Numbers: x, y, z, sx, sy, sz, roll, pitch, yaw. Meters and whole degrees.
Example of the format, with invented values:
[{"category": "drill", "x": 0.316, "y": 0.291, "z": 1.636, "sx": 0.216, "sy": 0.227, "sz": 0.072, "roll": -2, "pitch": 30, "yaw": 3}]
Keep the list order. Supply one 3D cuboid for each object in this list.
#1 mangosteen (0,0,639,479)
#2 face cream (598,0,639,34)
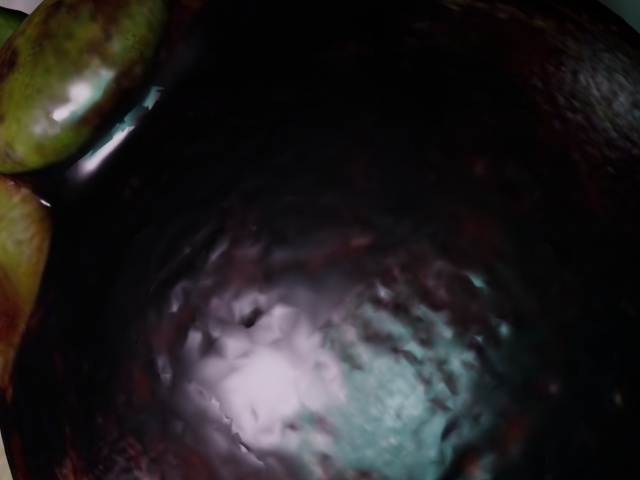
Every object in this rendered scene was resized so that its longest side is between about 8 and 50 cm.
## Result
[{"category": "mangosteen", "x": 0.010, "y": 0.002, "z": 0.666, "sx": 0.297, "sy": 0.297, "sz": 0.313, "roll": -15, "pitch": 87, "yaw": 4}, {"category": "face cream", "x": 0.147, "y": -0.185, "z": 0.685, "sx": 0.101, "sy": 0.101, "sz": 0.251, "roll": -9, "pitch": 113, "yaw": 2}]
